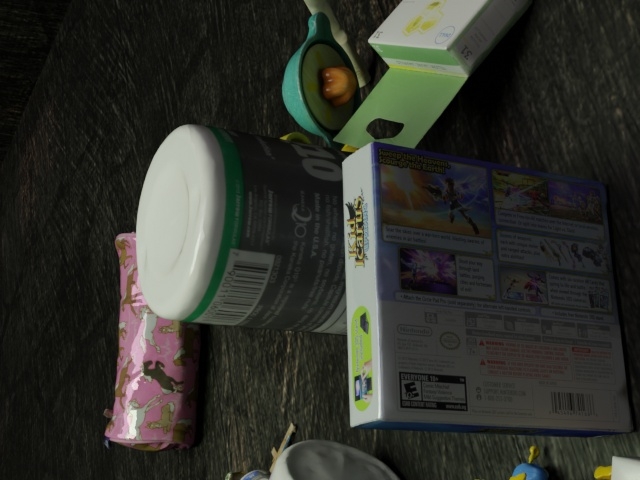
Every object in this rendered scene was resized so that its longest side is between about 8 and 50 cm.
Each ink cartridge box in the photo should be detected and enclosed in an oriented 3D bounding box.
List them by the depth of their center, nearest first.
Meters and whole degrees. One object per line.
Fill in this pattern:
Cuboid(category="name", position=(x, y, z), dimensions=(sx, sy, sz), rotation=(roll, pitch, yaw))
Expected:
Cuboid(category="ink cartridge box", position=(0.111, -0.208, 1.226), dimensions=(0.235, 0.056, 0.171), rotation=(-49, 29, -9))

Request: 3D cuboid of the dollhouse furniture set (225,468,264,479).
Cuboid(category="dollhouse furniture set", position=(-0.114, 0.412, 1.569), dimensions=(0.058, 0.076, 0.151), rotation=(-18, 68, 58))

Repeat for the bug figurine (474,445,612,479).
Cuboid(category="bug figurine", position=(0.219, 0.274, 0.948), dimensions=(0.279, 0.072, 0.216), rotation=(-27, 32, 60))

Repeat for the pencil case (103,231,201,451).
Cuboid(category="pencil case", position=(-0.289, 0.172, 1.868), dimensions=(0.160, 0.167, 0.386), rotation=(74, -161, -79))

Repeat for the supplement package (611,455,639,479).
Cuboid(category="supplement package", position=(0.343, 0.246, 0.678), dimensions=(0.293, 0.175, 0.177), rotation=(-2, 83, 61))

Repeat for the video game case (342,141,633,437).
Cuboid(category="video game case", position=(0.151, 0.051, 0.975), dimensions=(0.061, 0.270, 0.244), rotation=(-29, 58, 58))

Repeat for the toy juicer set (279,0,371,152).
Cuboid(category="toy juicer set", position=(0.026, -0.175, 1.371), dimensions=(0.090, 0.209, 0.329), rotation=(-10, 58, 35))

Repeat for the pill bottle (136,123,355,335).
Cuboid(category="pill bottle", position=(0.000, 0.000, 1.167), dimensions=(0.204, 0.361, 0.204), rotation=(-22, 64, 57))

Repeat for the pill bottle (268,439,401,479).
Cuboid(category="pill bottle", position=(-0.016, 0.408, 1.296), dimensions=(0.169, 0.169, 0.301), rotation=(49, 125, 54))

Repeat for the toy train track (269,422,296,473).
Cuboid(category="toy train track", position=(-0.051, 0.302, 1.549), dimensions=(0.083, 0.014, 0.048), rotation=(-67, 25, 16))

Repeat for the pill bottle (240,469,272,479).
Cuboid(category="pill bottle", position=(-0.060, 0.369, 1.478), dimensions=(0.137, 0.078, 0.078), rotation=(4, 86, 61))
